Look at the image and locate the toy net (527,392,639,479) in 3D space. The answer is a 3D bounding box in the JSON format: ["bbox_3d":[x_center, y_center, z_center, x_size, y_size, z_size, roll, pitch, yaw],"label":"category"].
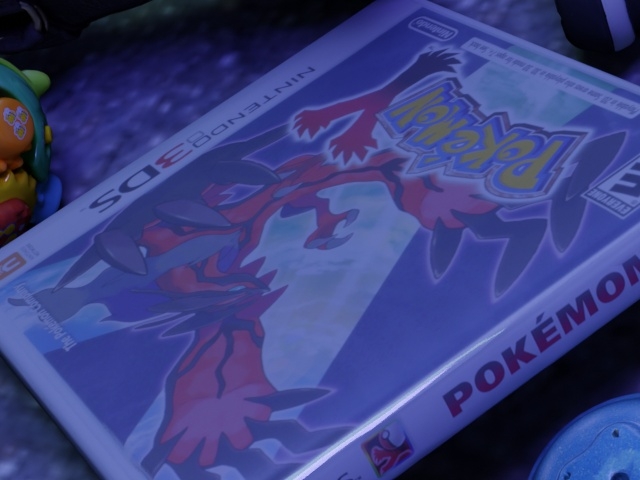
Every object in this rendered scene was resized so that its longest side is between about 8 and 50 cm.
[{"bbox_3d":[0.007,0.114,0.466,0.232,0.045,0.122,-17,61,15],"label":"toy net"}]

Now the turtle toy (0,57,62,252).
[{"bbox_3d":[-0.136,-0.010,0.615,0.066,0.095,0.130,41,75,21],"label":"turtle toy"}]

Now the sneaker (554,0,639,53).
[{"bbox_3d":[0.137,-0.160,0.609,0.097,0.084,0.235,4,54,27],"label":"sneaker"}]

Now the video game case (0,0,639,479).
[{"bbox_3d":[0.000,0.000,0.534,0.183,0.023,0.201,-35,30,-12],"label":"video game case"}]

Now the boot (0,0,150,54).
[{"bbox_3d":[-0.092,-0.118,0.584,0.229,0.263,0.091,-10,68,9],"label":"boot"}]
